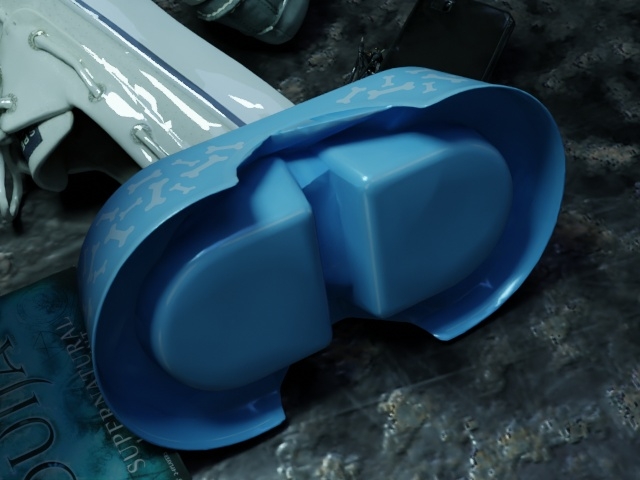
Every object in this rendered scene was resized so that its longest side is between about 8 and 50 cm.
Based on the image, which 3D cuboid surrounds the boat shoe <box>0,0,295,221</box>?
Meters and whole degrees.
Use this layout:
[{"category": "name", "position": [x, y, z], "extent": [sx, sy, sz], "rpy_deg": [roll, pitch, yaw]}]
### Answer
[{"category": "boat shoe", "position": [-0.168, -0.085, 0.747], "extent": [0.367, 0.136, 0.156], "rpy_deg": [36, 76, 14]}]

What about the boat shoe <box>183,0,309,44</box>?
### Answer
[{"category": "boat shoe", "position": [-0.056, -0.272, 0.935], "extent": [0.099, 0.116, 0.319], "rpy_deg": [33, 34, -28]}]

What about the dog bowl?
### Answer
[{"category": "dog bowl", "position": [0.000, 0.000, 0.645], "extent": [0.297, 0.166, 0.074], "rpy_deg": [-24, 39, -19]}]

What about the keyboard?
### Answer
[{"category": "keyboard", "position": [0.060, -0.100, 0.810], "extent": [0.100, 0.038, 0.192], "rpy_deg": [24, 63, 11]}]

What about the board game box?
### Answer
[{"category": "board game box", "position": [-0.160, 0.107, 0.640], "extent": [0.126, 0.026, 0.186], "rpy_deg": [-24, 54, -19]}]
